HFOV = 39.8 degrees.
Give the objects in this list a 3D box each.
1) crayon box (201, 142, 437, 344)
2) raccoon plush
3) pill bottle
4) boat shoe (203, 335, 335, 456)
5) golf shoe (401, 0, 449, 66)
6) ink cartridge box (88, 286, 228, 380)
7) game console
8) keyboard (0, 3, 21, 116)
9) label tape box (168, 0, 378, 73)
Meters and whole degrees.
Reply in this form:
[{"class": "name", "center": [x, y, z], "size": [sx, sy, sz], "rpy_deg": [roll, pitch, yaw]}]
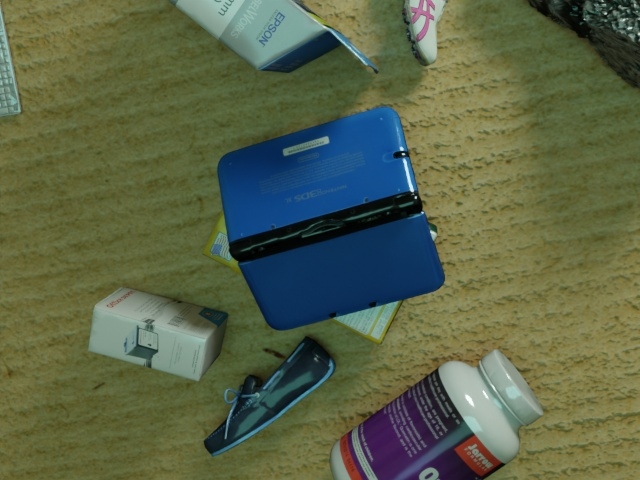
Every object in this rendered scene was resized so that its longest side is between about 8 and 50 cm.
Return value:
[{"class": "crayon box", "center": [0.000, 0.000, 1.421], "size": [0.322, 0.083, 0.203], "rpy_deg": [27, 102, 2]}, {"class": "raccoon plush", "center": [0.496, -0.394, 1.232], "size": [0.446, 0.216, 0.299], "rpy_deg": [38, 95, 0]}, {"class": "pill bottle", "center": [0.184, 0.316, 1.400], "size": [0.323, 0.181, 0.181], "rpy_deg": [-38, 93, 13]}, {"class": "boat shoe", "center": [-0.095, 0.258, 1.484], "size": [0.258, 0.109, 0.089], "rpy_deg": [-37, 86, -4]}, {"class": "golf shoe", "center": [0.163, -0.361, 1.343], "size": [0.085, 0.067, 0.186], "rpy_deg": [-9, 98, 8]}, {"class": "ink cartridge box", "center": [-0.264, 0.150, 1.455], "size": [0.190, 0.139, 0.082], "rpy_deg": [13, 103, 6]}, {"class": "game console", "center": [0.016, -0.029, 1.358], "size": [0.293, 0.173, 0.250], "rpy_deg": [-15, 66, 9]}, {"class": "keyboard", "center": [-0.556, -0.335, 1.476], "size": [0.072, 0.014, 0.256], "rpy_deg": [-7, 98, 9]}, {"class": "label tape box", "center": [-0.086, -0.322, 1.291], "size": [0.347, 0.249, 0.115], "rpy_deg": [40, 102, 0]}]
